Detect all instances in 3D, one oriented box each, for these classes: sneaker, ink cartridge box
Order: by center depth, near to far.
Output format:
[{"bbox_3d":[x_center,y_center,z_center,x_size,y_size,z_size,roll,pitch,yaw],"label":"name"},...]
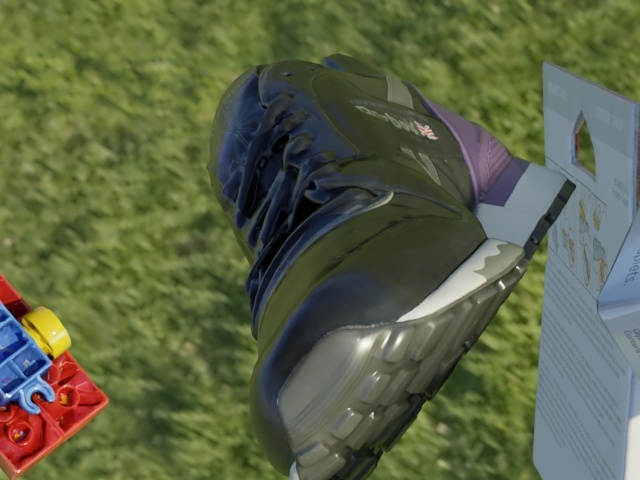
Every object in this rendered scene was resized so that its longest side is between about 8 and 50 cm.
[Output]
[{"bbox_3d":[0.000,0.000,0.664,0.107,0.124,0.283,-53,-3,15],"label":"sneaker"},{"bbox_3d":[0.169,0.041,1.052,0.296,0.066,0.261,-99,10,-80],"label":"ink cartridge box"}]

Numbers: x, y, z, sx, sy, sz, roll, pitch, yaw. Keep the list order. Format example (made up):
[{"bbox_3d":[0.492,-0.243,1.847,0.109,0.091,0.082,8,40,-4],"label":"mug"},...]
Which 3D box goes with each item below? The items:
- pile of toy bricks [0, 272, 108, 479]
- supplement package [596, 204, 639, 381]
[{"bbox_3d":[-0.163,-0.002,0.524,0.118,0.212,0.105,-38,-7,-24],"label":"pile of toy bricks"},{"bbox_3d":[0.277,0.008,0.662,0.263,0.198,0.199,-14,31,39],"label":"supplement package"}]
